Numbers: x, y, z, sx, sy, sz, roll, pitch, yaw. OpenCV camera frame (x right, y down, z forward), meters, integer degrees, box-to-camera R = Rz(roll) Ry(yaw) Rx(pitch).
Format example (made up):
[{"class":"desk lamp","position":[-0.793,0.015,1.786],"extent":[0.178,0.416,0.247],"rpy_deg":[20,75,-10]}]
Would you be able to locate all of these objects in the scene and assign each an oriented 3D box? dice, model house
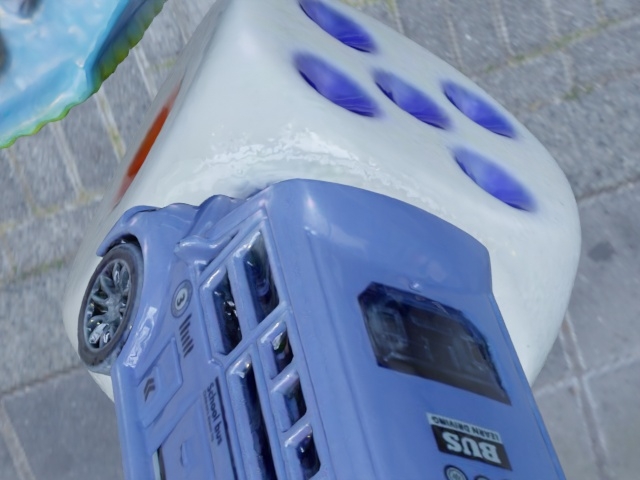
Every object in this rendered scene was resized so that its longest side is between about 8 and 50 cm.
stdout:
[{"class":"dice","position":[0.000,0.000,1.095],"extent":[0.304,0.304,0.277],"rpy_deg":[28,111,-13]},{"class":"model house","position":[-0.208,-0.211,1.076],"extent":[0.215,0.237,0.303],"rpy_deg":[26,123,-2]}]

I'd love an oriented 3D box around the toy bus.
[{"class":"toy bus","position":[0.008,0.081,0.495],"extent":[0.125,0.292,0.133],"rpy_deg":[20,125,-31]}]
